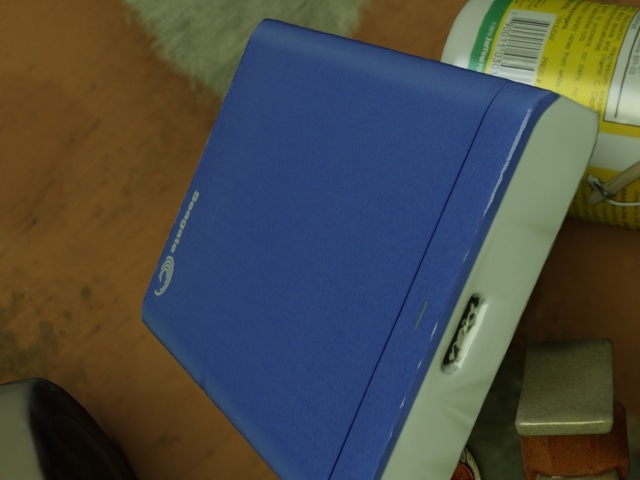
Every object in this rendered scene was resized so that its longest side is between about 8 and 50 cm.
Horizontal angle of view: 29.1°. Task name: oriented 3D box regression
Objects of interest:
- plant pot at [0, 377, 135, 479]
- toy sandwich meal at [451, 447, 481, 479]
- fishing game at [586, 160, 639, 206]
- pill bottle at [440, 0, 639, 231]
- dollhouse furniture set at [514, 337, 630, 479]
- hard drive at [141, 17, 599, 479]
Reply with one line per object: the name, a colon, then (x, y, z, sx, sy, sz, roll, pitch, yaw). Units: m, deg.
plant pot: (-0.240, 0.231, 0.719, 0.280, 0.323, 0.323, -29, 75, 1)
toy sandwich meal: (0.054, 0.149, 0.728, 0.085, 0.029, 0.086, -2, 85, 22)
fishing game: (0.255, 0.043, 0.561, 0.264, 0.041, 0.189, 49, 141, -8)
pill bottle: (0.174, -0.062, 0.647, 0.208, 0.117, 0.118, 12, 91, 23)
dollhouse furniture set: (0.119, 0.176, 0.621, 0.259, 0.135, 0.262, -4, 109, 14)
hard drive: (0.000, 0.000, 0.649, 0.318, 0.040, 0.210, 32, 101, 62)
